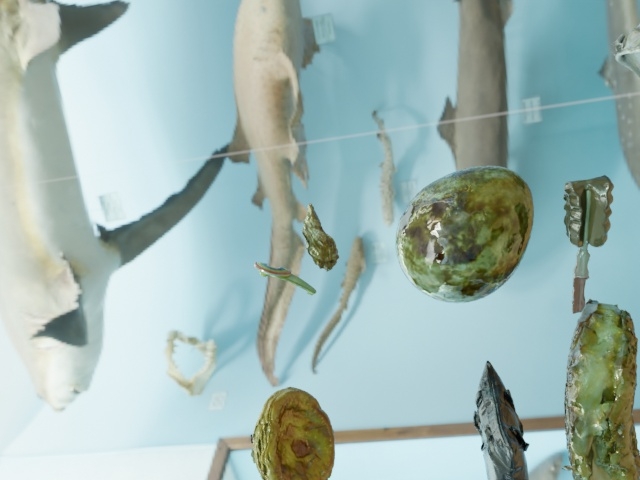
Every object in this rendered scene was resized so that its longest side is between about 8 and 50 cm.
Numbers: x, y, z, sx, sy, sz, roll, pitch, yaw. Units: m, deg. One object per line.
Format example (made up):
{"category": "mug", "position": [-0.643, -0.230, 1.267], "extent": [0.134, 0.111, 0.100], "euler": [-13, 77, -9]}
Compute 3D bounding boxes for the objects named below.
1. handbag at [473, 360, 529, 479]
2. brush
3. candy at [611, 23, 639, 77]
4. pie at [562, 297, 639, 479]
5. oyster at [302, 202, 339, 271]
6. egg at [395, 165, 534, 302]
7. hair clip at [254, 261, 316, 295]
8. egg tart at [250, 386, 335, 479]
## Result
{"category": "handbag", "position": [0.333, 0.375, 1.347], "extent": [0.254, 0.088, 0.211], "euler": [-82, -17, -64]}
{"category": "brush", "position": [0.492, 0.016, 1.370], "extent": [0.071, 0.084, 0.301], "euler": [-85, -12, -56]}
{"category": "candy", "position": [0.745, -0.395, 1.537], "extent": [0.137, 0.195, 0.185], "euler": [-56, 9, 4]}
{"category": "pie", "position": [0.421, 0.242, 1.087], "extent": [0.355, 0.103, 0.288], "euler": [-56, -42, -52]}
{"category": "oyster", "position": [0.000, 0.000, 1.674], "extent": [0.121, 0.045, 0.146], "euler": [28, -133, -61]}
{"category": "egg", "position": [0.277, -0.017, 1.390], "extent": [0.238, 0.289, 0.238], "euler": [40, -172, -7]}
{"category": "hair clip", "position": [-0.095, 0.102, 2.006], "extent": [0.060, 0.188, 0.033], "euler": [-77, 11, -71]}
{"category": "egg tart", "position": [-0.081, 0.524, 1.880], "extent": [0.295, 0.116, 0.295], "euler": [26, -128, -39]}
